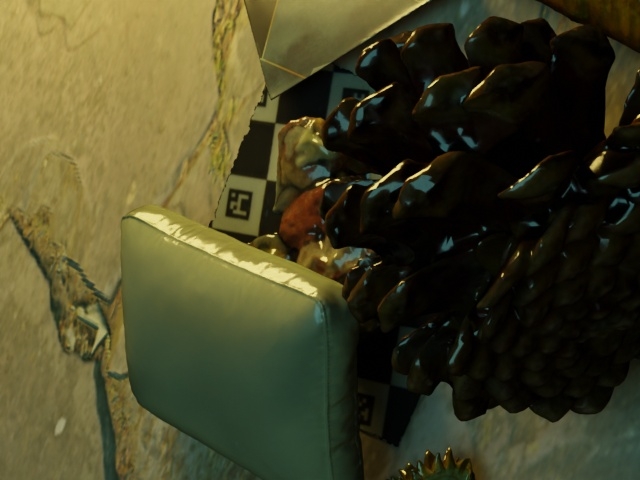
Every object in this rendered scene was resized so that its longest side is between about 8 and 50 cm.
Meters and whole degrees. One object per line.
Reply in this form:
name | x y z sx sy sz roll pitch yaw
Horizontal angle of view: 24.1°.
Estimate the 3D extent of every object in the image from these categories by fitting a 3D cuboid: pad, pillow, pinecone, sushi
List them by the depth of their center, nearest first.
pinecone | 0.156 -0.049 1.299 0.384 0.384 0.384 -2 87 32
pillow | -0.084 0.116 1.512 0.322 0.120 0.255 24 125 41
sushi | 0.000 0.000 1.543 0.320 0.069 0.339 29 103 29
pad | 0.021 -0.269 1.565 0.243 0.004 0.163 -29 62 27

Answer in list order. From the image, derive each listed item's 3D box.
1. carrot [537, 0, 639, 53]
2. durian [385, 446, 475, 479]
carrot | 0.248 -0.255 1.381 0.302 0.114 0.114 32 104 31
durian | 0.085 0.319 1.475 0.139 0.144 0.252 15 89 -6
